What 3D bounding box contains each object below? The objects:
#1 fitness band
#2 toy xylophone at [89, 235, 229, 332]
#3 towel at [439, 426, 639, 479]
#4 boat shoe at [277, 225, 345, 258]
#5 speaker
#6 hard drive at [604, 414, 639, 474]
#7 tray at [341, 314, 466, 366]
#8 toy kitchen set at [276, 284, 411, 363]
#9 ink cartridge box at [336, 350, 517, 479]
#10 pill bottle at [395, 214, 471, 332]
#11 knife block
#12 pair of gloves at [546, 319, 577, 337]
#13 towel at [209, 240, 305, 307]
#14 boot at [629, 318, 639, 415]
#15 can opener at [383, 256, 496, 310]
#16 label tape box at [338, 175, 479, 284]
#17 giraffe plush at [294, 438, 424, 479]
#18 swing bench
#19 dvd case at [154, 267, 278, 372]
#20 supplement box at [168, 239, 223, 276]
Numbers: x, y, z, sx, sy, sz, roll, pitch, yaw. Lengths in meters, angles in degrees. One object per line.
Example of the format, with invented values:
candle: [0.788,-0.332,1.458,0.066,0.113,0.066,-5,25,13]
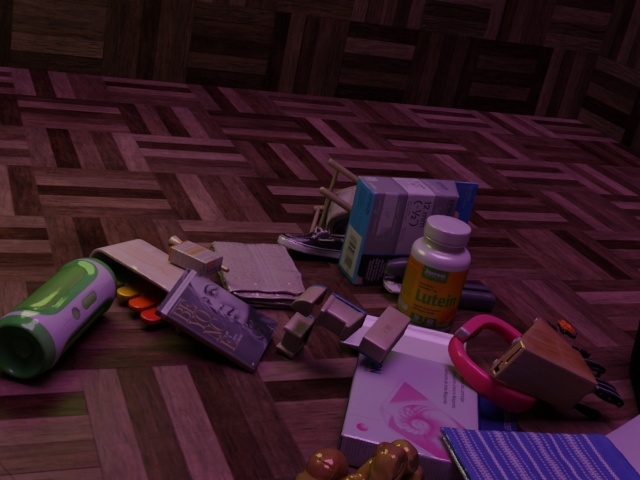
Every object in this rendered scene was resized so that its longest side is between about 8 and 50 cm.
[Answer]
fitness band: [0.369,0.245,1.747,0.209,0.054,0.291,43,25,16]
toy xylophone: [-0.339,0.079,1.845,0.236,0.081,0.323,-10,32,-44]
towel: [0.390,0.388,1.413,0.336,0.040,0.243,7,24,-19]
boat shoe: [0.000,0.000,2.184,0.219,0.070,0.078,10,9,-16]
speaker: [-0.486,0.136,1.591,0.131,0.131,0.296,15,24,6]
hard drive: [0.594,0.433,1.540,0.353,0.047,0.233,-11,33,-43]
tray: [0.178,0.223,1.837,0.270,0.030,0.145,13,23,3]
toy kitchen set: [0.042,0.187,1.707,0.207,0.166,0.122,32,38,14]
ink cartridge box: [0.211,0.325,1.574,0.330,0.071,0.324,12,23,4]
pill bottle: [0.261,0.074,1.941,0.136,0.245,0.136,10,23,-4]
knife block: [0.475,0.274,1.679,0.242,0.088,0.276,45,24,13]
pair of gloves: [0.574,0.214,2.074,0.083,0.010,0.074,1,27,-17]
towel: [-0.148,0.072,1.997,0.187,0.049,0.282,4,24,-20]
boot: [0.815,0.292,1.853,0.260,0.131,0.348,8,33,9]
can opener: [0.290,0.104,2.078,0.283,0.095,0.076,7,24,-10]
label tape box: [0.241,-0.021,2.143,0.348,0.249,0.115,2,25,-22]
giraffe plush: [0.036,0.382,1.288,0.170,0.181,0.210,13,56,29]
swing bench: [0.109,-0.077,2.328,0.255,0.165,0.253,18,23,-1]
dvd case: [-0.202,0.154,1.709,0.221,0.018,0.164,32,32,-3]
supplement box: [-0.265,0.039,1.824,0.098,0.036,0.062,23,23,24]
